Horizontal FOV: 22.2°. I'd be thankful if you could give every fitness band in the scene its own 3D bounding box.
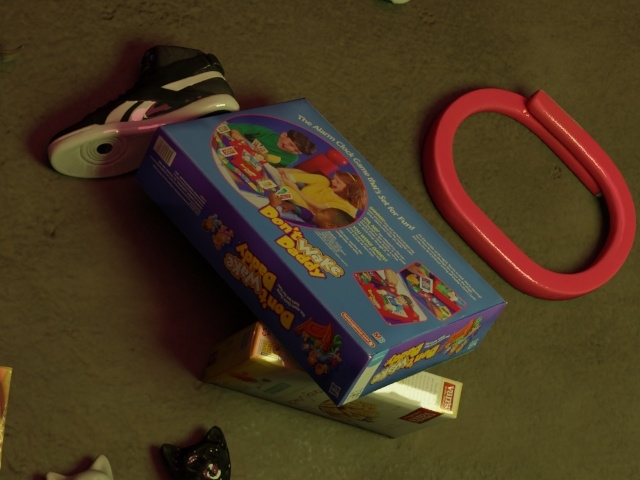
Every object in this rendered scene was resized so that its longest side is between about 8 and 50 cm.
[{"bbox_3d":[0.254,-0.060,1.993,0.291,0.054,0.209,44,67,-4],"label":"fitness band"}]

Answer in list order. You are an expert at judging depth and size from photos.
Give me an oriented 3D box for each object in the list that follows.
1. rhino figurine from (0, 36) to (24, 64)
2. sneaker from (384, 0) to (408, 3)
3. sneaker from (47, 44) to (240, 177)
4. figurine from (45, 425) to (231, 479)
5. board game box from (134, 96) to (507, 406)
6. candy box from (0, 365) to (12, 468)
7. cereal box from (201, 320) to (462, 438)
[{"bbox_3d":[-0.436,-0.233,1.746,0.243,0.073,0.106,10,75,-21],"label":"rhino figurine"},{"bbox_3d":[0.079,-0.393,1.995,0.080,0.081,0.211,-7,80,-25],"label":"sneaker"},{"bbox_3d":[-0.208,-0.150,1.824,0.217,0.079,0.121,-16,55,-9],"label":"sneaker"},{"bbox_3d":[-0.170,0.312,1.703,0.215,0.092,0.209,-10,71,-24],"label":"figurine"},{"bbox_3d":[0.000,0.000,1.737,0.233,0.078,0.347,-16,55,-46],"label":"board game box"},{"bbox_3d":[-0.414,0.173,1.653,0.186,0.053,0.109,9,73,-18],"label":"candy box"},{"bbox_3d":[0.010,0.154,1.764,0.240,0.173,0.047,18,70,-16],"label":"cereal box"}]
